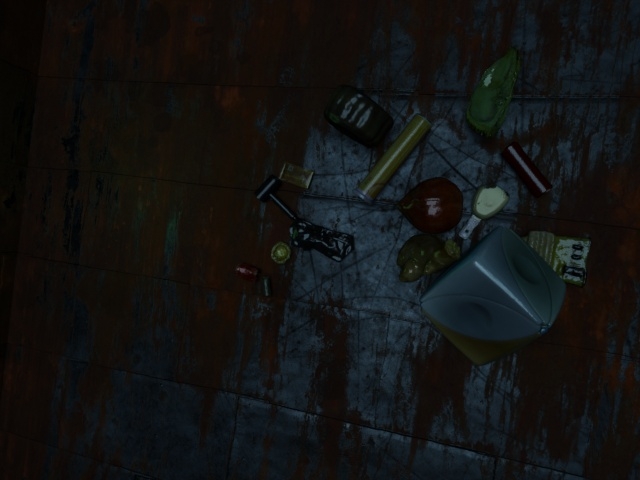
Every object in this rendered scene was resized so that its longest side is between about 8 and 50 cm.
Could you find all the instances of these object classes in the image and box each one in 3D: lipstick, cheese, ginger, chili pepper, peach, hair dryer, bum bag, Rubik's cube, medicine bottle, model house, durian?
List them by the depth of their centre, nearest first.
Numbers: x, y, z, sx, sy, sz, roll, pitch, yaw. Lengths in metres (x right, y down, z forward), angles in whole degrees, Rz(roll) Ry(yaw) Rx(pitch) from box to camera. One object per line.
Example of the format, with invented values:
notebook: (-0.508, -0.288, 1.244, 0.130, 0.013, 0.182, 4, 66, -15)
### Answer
Rubik's cube: (0.627, 0.200, 1.549, 0.347, 0.352, 0.352, 48, 137, 12)
model house: (0.902, 0.068, 1.644, 0.235, 0.175, 0.193, 9, 92, 24)
ginger: (0.398, 0.060, 1.654, 0.236, 0.375, 0.165, -26, 86, 4)
durian: (0.691, -0.590, 1.678, 0.163, 0.198, 0.394, 22, 92, 15)
lipstick: (0.831, -0.286, 1.699, 0.080, 0.080, 0.241, -36, 80, 11)
peach: (0.443, -0.141, 1.715, 0.257, 0.232, 0.232, 5, 90, -4)
cheese: (0.664, -0.118, 1.751, 0.127, 0.050, 0.255, 38, 98, 11)
medicine bottle: (0.310, -0.349, 1.814, 0.108, 0.108, 0.426, 40, 98, 11)
bum bag: (0.000, 0.000, 1.905, 0.310, 0.074, 0.136, 19, 90, 12)
hair dryer: (-0.178, -0.183, 1.965, 0.255, 0.070, 0.128, 42, 98, 4)
chili pepper: (-0.348, 0.148, 1.991, 0.123, 0.073, 0.070, 20, 52, 11)

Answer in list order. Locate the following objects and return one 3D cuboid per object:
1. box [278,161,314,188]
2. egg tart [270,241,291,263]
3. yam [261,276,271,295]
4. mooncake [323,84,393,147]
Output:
box: (-0.114, -0.304, 1.963, 0.157, 0.022, 0.088, 20, 92, 14)
egg tart: (-0.182, 0.058, 1.965, 0.105, 0.039, 0.105, 0, 89, 14)
yam: (-0.254, 0.215, 1.979, 0.043, 0.043, 0.094, -6, 89, 14)
mooncake: (0.156, -0.513, 1.765, 0.290, 0.290, 0.161, 36, 99, 12)
